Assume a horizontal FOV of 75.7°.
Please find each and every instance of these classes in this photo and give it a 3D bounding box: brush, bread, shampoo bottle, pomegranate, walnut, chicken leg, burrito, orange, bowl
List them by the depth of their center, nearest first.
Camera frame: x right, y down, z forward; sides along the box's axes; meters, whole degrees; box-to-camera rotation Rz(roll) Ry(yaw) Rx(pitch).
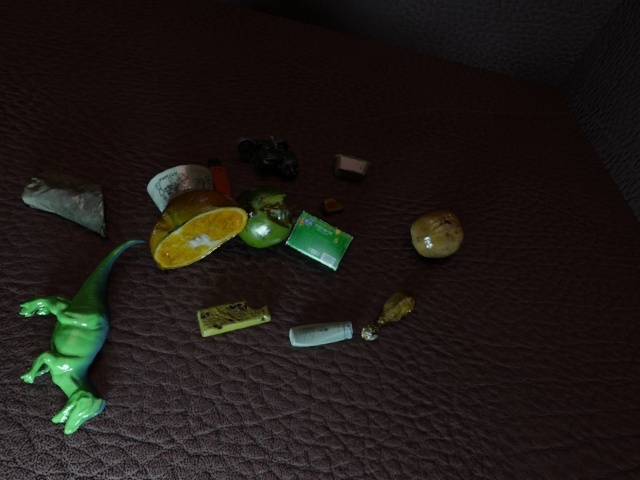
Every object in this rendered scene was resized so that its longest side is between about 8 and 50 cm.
[{"bbox_3d":[-0.277,0.244,1.334,0.226,0.049,0.088,-10,56,-25],"label":"bread"},{"bbox_3d":[-0.396,-0.039,1.342,0.309,0.274,0.274,-5,46,22],"label":"orange"},{"bbox_3d":[0.004,0.307,1.368,0.212,0.049,0.072,-6,50,-21],"label":"shampoo bottle"},{"bbox_3d":[-0.856,-0.147,1.439,0.347,0.107,0.175,22,63,4],"label":"burrito"},{"bbox_3d":[0.240,0.261,1.450,0.251,0.107,0.087,-35,86,-27],"label":"chicken leg"},{"bbox_3d":[-0.487,-0.159,1.489,0.237,0.238,0.127,-17,75,-28],"label":"bowl"},{"bbox_3d":[-0.189,-0.091,1.542,0.236,0.236,0.301,44,23,19],"label":"pomegranate"},{"bbox_3d":[-0.404,-0.215,1.663,0.070,0.051,0.323,-2,50,-26],"label":"brush"},{"bbox_3d":[0.476,-0.025,1.686,0.221,0.195,0.195,-10,56,-28],"label":"walnut"},{"bbox_3d":[0.051,-0.150,1.743,0.103,0.049,0.062,-16,92,-28],"label":"bread"}]

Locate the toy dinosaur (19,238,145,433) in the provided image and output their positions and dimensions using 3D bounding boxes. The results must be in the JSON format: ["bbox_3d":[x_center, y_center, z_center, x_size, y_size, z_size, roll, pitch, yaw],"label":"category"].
[{"bbox_3d":[-0.615,0.229,1.189,0.374,0.144,0.500,40,57,10],"label":"toy dinosaur"}]

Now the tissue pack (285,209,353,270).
[{"bbox_3d":[0.000,-0.002,1.560,0.208,0.156,0.148,27,93,3],"label":"tissue pack"}]

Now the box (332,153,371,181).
[{"bbox_3d":[0.141,-0.341,1.894,0.177,0.111,0.111,14,50,-6],"label":"box"}]

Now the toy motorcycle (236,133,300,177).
[{"bbox_3d":[-0.221,-0.357,1.789,0.275,0.127,0.205,-5,55,-29],"label":"toy motorcycle"}]
